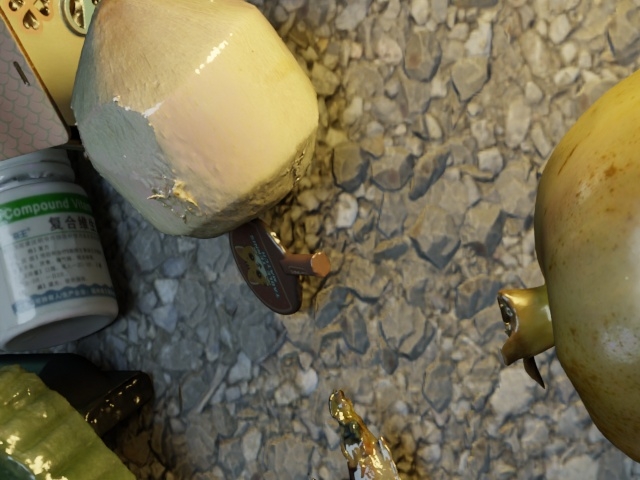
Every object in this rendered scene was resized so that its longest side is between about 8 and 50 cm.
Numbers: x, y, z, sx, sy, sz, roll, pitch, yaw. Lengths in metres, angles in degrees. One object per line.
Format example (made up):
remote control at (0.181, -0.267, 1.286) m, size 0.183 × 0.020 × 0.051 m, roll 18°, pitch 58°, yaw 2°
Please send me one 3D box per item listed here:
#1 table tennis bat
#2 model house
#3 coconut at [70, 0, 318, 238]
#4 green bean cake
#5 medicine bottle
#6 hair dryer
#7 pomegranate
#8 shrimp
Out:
table tennis bat at (0.000, 0.000, 1.458) m, size 0.170 × 0.119 × 0.107 m, roll 0°, pitch 117°, yaw 62°
model house at (-0.264, -0.235, 1.524) m, size 0.169 × 0.244 × 0.326 m, roll -7°, pitch 85°, yaw 42°
coconut at (-0.126, -0.126, 1.408) m, size 0.224 × 0.234 × 0.224 m, roll -32°, pitch 32°, yaw 23°
green bean cake at (-0.299, 0.262, 1.523) m, size 0.227 × 0.125 × 0.222 m, roll 48°, pitch 126°, yaw 5°
medicine bottle at (-0.306, -0.011, 1.629) m, size 0.139 × 0.139 × 0.236 m, roll -28°, pitch 71°, yaw 36°
hair dryer at (-0.283, 0.269, 1.648) m, size 0.244 × 0.116 × 0.302 m, roll -3°, pitch 101°, yaw 38°
pomegranate at (0.274, 0.022, 1.051) m, size 0.319 × 0.319 × 0.319 m, roll 1°, pitch 91°, yaw 40°
shrimp at (0.044, 0.267, 1.395) m, size 0.145 × 0.059 × 0.254 m, roll -40°, pitch 71°, yaw 44°
